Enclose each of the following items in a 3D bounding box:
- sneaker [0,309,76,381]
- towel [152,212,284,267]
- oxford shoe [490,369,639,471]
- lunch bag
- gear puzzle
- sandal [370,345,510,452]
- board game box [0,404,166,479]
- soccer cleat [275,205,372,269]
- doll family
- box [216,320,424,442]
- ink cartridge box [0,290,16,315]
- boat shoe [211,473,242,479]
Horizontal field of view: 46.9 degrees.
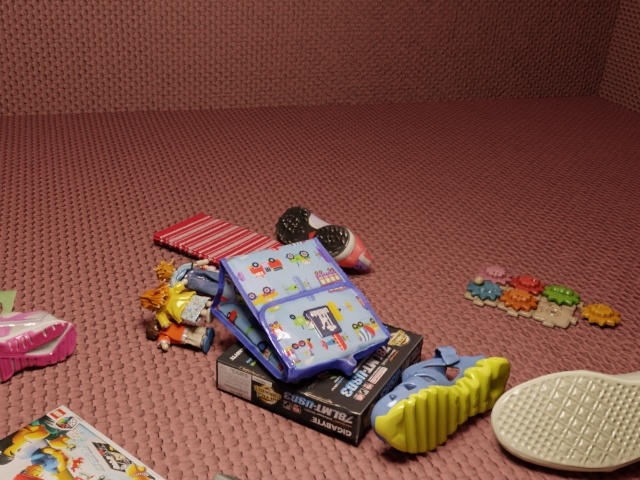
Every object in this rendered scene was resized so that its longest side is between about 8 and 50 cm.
[{"bbox_3d":[-0.584,0.193,1.343,0.252,0.103,0.111,-11,26,-41],"label":"sneaker"},{"bbox_3d":[-0.254,0.006,1.830,0.275,0.031,0.199,20,28,25],"label":"towel"},{"bbox_3d":[0.508,0.300,1.264,0.449,0.169,0.130,-7,-16,-7],"label":"oxford shoe"},{"bbox_3d":[-0.031,0.146,1.353,0.221,0.138,0.293,-13,43,-35],"label":"lunch bag"},{"bbox_3d":[0.508,0.130,1.676,0.339,0.044,0.175,17,29,23],"label":"gear puzzle"},{"bbox_3d":[0.192,0.267,1.288,0.317,0.126,0.138,-11,26,-44],"label":"sandal"},{"bbox_3d":[-0.361,0.367,1.064,0.305,0.053,0.193,22,32,31],"label":"board game box"},{"bbox_3d":[0.000,0.000,1.823,0.116,0.108,0.318,37,-9,-37],"label":"soccer cleat"},{"bbox_3d":[-0.270,0.101,1.498,0.163,0.118,0.263,10,39,14],"label":"doll family"},{"bbox_3d":[0.005,0.224,1.384,0.293,0.073,0.295,17,29,23],"label":"box"},{"bbox_3d":[-0.752,0.128,1.487,0.235,0.056,0.171,-4,27,-12],"label":"ink cartridge box"},{"bbox_3d":[-0.032,0.420,0.967,0.320,0.103,0.118,22,-13,26],"label":"boat shoe"}]
